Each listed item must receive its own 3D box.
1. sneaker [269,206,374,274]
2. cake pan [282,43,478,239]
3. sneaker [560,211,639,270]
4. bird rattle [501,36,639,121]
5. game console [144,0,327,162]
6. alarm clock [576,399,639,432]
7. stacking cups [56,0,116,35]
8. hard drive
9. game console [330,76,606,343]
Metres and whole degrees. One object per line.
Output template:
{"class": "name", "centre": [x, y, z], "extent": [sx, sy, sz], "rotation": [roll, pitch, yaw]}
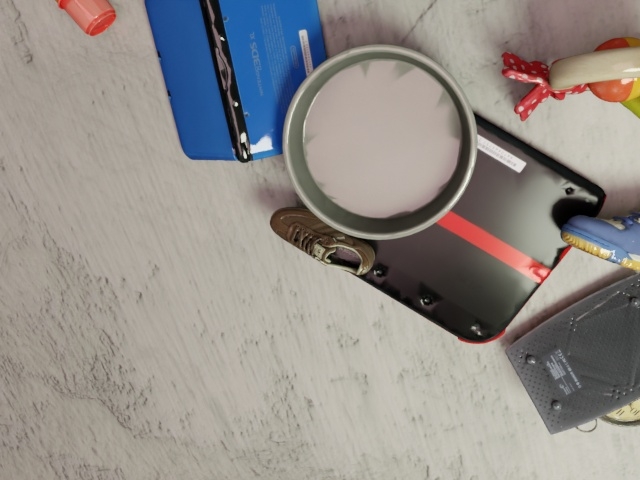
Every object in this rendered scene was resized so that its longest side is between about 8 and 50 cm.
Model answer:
{"class": "sneaker", "centre": [0.000, 0.000, 0.978], "extent": [0.188, 0.071, 0.066], "rotation": [21, 112, 5]}
{"class": "cake pan", "centre": [0.089, -0.147, 0.915], "extent": [0.292, 0.054, 0.294], "rotation": [3, 109, 10]}
{"class": "sneaker", "centre": [0.504, -0.018, 0.882], "extent": [0.296, 0.112, 0.131], "rotation": [10, 103, -7]}
{"class": "bird rattle", "centre": [0.374, -0.228, 0.787], "extent": [0.253, 0.207, 0.143], "rotation": [6, 95, 3]}
{"class": "game console", "centre": [-0.131, -0.290, 0.986], "extent": [0.250, 0.173, 0.293], "rotation": [-15, 111, -12]}
{"class": "alarm clock", "centre": [0.503, 0.261, 1.019], "extent": [0.129, 0.064, 0.192], "rotation": [34, 113, 0]}
{"class": "stacking cups", "centre": [-0.457, -0.481, 0.971], "extent": [0.096, 0.096, 0.316], "rotation": [-35, 105, 25]}
{"class": "hard drive", "centre": [0.447, 0.185, 0.962], "extent": [0.254, 0.054, 0.172], "rotation": [-38, 57, 24]}
{"class": "game console", "centre": [0.207, -0.034, 0.990], "extent": [0.386, 0.060, 0.342], "rotation": [30, 112, 1]}
